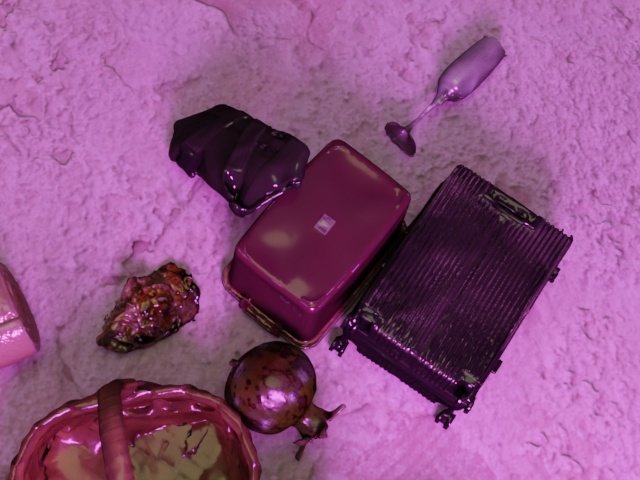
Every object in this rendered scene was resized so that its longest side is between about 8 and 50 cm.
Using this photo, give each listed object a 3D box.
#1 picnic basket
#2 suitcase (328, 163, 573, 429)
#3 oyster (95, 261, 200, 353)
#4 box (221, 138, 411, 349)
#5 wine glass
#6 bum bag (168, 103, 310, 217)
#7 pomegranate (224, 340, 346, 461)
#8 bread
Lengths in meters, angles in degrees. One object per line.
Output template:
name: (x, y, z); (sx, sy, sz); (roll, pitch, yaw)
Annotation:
picnic basket: (-0.243, 0.319, 1.309); (0.337, 0.337, 0.293); (-11, 72, -10)
suitcase: (0.200, 0.078, 1.529); (0.229, 0.152, 0.335); (34, 69, 5)
oyster: (-0.264, 0.105, 1.523); (0.177, 0.056, 0.105); (-28, 83, -19)
box: (0.000, 0.000, 1.524); (0.193, 0.167, 0.294); (38, 72, 6)
wine glass: (0.217, -0.251, 1.688); (0.074, 0.074, 0.262); (42, 71, 9)
bum bag: (-0.141, -0.131, 1.523); (0.142, 0.079, 0.326); (-53, 41, -6)
pomegranate: (-0.060, 0.228, 1.452); (0.148, 0.148, 0.169); (-38, 76, -16)
bread: (-0.494, 0.121, 1.448); (0.141, 0.134, 0.148); (-23, 67, -9)
